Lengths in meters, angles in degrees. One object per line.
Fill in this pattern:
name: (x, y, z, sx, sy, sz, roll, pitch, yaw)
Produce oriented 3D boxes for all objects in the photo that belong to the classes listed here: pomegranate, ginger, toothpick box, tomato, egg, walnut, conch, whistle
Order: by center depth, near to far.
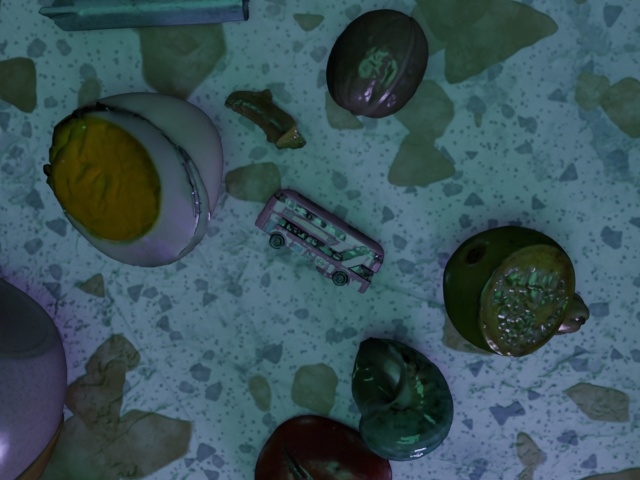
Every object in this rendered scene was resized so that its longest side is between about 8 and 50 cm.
walnut: (0.083, -0.258, 1.654, 0.140, 0.140, 0.162, 23, 91, -1)
toothpick box: (-0.601, 0.274, 1.668, 0.409, 0.409, 0.425, 26, 106, -1)
whistle: (-0.264, -0.350, 1.698, 0.312, 0.062, 0.062, -2, 101, 4)
egg: (-0.261, -0.105, 1.699, 0.286, 0.174, 0.264, -28, 102, 35)
pomegranate: (0.291, 0.063, 1.700, 0.241, 0.159, 0.189, -8, 111, -22)
ginger: (-0.079, -0.187, 1.727, 0.137, 0.044, 0.057, 39, 119, -2)
conch: (0.122, 0.255, 1.756, 0.176, 0.122, 0.188, 19, 92, 17)
tomato: (0.001, 0.400, 1.808, 0.228, 0.101, 0.227, 1, 104, 6)

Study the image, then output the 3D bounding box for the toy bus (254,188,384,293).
toy bus: (0.000, 0.000, 1.747, 0.203, 0.063, 0.090, 33, 101, -2)
